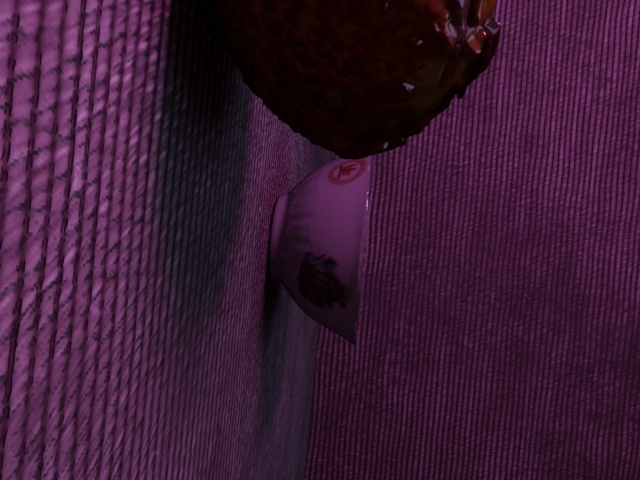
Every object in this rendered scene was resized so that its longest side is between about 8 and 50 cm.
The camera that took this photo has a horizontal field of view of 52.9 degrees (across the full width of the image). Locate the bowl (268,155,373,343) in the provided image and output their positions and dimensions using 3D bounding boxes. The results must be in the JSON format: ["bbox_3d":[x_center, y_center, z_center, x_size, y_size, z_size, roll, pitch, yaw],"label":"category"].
[{"bbox_3d":[0.000,0.000,1.097,0.337,0.157,0.337,6,90,-87],"label":"bowl"}]

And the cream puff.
[{"bbox_3d":[0.016,-0.237,0.549,0.350,0.229,0.350,178,-90,-71],"label":"cream puff"}]
